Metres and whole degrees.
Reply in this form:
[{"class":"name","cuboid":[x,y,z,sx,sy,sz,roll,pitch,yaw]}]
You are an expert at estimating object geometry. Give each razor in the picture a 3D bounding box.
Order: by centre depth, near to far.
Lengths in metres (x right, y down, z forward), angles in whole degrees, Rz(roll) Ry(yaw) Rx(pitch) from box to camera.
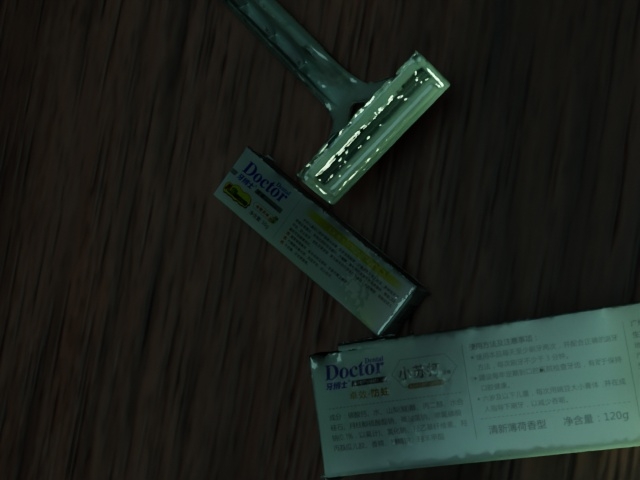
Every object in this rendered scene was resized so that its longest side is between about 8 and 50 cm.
[{"class":"razor","cuboid":[-0.035,-0.154,0.691,0.111,0.056,0.278,-46,63,10]}]

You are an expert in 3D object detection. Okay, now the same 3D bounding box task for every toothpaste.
[{"class":"toothpaste","cuboid":[0.147,0.085,0.573,0.313,0.071,0.089,-11,82,21]},{"class":"toothpaste","cuboid":[0.000,0.000,0.662,0.164,0.034,0.046,40,100,21]}]
